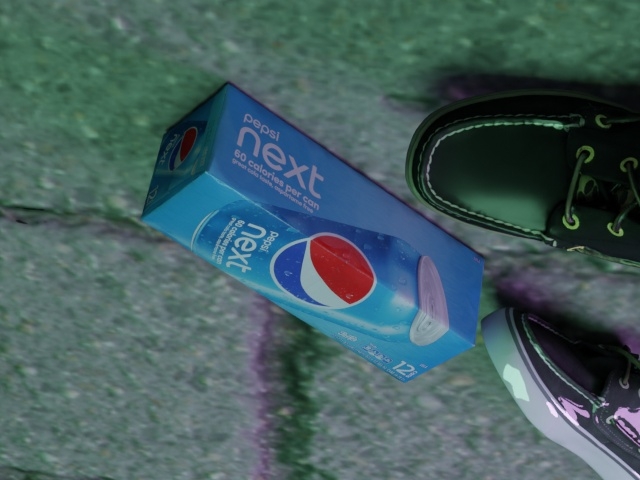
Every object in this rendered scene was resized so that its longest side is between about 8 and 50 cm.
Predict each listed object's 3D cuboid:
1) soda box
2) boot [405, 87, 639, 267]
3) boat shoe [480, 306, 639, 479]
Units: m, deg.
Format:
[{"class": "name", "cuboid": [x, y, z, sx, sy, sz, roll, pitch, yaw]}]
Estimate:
[{"class": "soda box", "cuboid": [0.000, 0.000, 1.026, 0.210, 0.071, 0.067, 33, 136, -25]}, {"class": "boot", "cuboid": [0.169, -0.019, 0.877, 0.236, 0.178, 0.085, 9, 102, -6]}, {"class": "boat shoe", "cuboid": [0.192, 0.105, 1.116, 0.076, 0.080, 0.228, -33, 123, 20]}]
